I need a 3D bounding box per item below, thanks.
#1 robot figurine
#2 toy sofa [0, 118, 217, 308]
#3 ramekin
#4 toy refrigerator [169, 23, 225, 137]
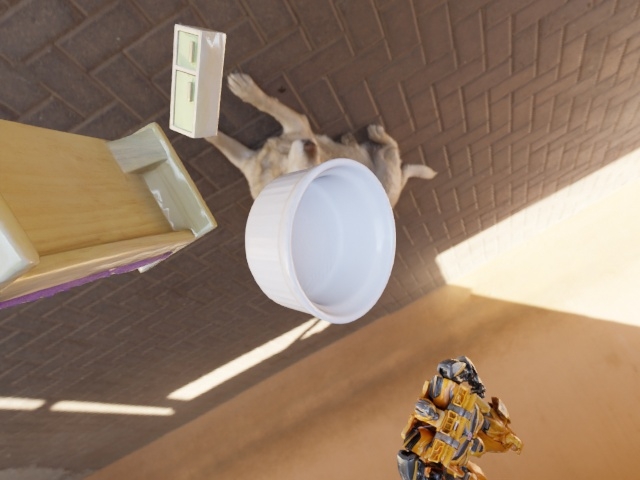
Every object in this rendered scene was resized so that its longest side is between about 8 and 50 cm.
[{"bbox_3d":[0.218,0.303,0.731,0.291,0.085,0.211,48,65,-41],"label":"robot figurine"},{"bbox_3d":[-0.247,-0.020,0.429,0.177,0.150,0.362,-31,-178,7],"label":"toy sofa"},{"bbox_3d":[0.000,0.000,0.859,0.135,0.277,0.277,2,176,45],"label":"ramekin"},{"bbox_3d":[-0.331,-0.418,1.285,0.094,0.102,0.270,-24,133,-52],"label":"toy refrigerator"}]
